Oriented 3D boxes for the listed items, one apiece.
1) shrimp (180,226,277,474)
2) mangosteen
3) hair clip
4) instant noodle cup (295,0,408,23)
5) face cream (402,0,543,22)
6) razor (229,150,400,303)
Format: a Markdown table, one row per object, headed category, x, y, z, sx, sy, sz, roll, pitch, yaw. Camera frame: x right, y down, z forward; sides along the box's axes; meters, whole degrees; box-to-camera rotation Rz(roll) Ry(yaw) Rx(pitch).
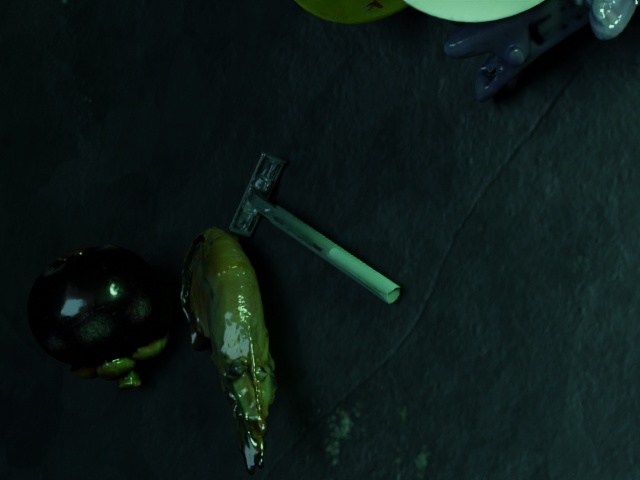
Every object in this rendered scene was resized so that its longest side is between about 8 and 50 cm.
| category | x | y | z | sx | sy | sz | roll | pitch | yaw |
| --- | --- | --- | --- | --- | --- | --- | --- | --- | --- |
| shrimp | -0.076 | 0.108 | 1.607 | 0.117 | 0.066 | 0.262 | 116 | 148 | -54 |
| mangosteen | -0.213 | 0.080 | 1.704 | 0.137 | 0.137 | 0.151 | -16 | 106 | 40 |
| hair clip | 0.206 | -0.195 | 1.372 | 0.278 | 0.090 | 0.137 | -31 | 39 | 33 |
| instant noodle cup | 0.009 | -0.320 | 1.520 | 0.174 | 0.213 | 0.213 | 46 | 113 | 47 |
| face cream | 0.094 | -0.295 | 1.336 | 0.218 | 0.218 | 0.179 | -64 | 27 | 13 |
| razor | -0.005 | 0.000 | 1.576 | 0.211 | 0.036 | 0.084 | 36 | 109 | 41 |
